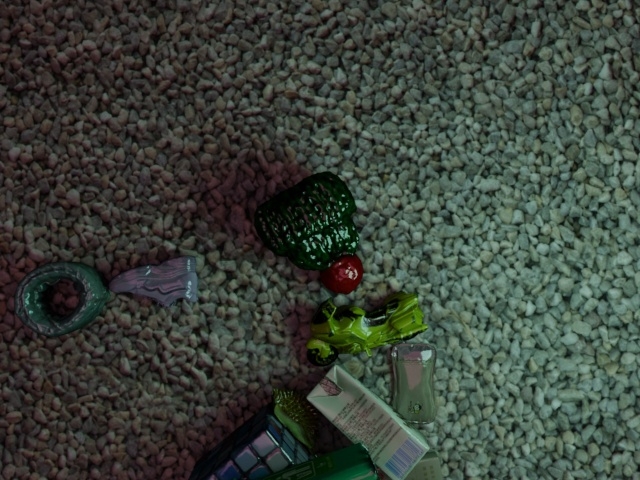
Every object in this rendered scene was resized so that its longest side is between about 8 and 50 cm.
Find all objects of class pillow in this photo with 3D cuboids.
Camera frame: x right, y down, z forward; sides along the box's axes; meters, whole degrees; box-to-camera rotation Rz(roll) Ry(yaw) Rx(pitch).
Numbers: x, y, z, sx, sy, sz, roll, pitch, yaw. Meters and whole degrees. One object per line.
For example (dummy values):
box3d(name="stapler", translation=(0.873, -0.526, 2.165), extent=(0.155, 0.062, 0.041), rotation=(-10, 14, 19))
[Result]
box3d(name="pillow", translation=(0.263, 0.402, 1.744), extent=(0.131, 0.038, 0.232), rotation=(1, 91, 3))

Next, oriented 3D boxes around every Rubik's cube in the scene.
box3d(name="Rubik's cube", translation=(-0.154, 0.644, 1.611), extent=(0.287, 0.292, 0.293), rotation=(-40, 88, -1))

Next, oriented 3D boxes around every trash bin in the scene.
box3d(name="trash bin", translation=(-0.024, 0.633, 1.348), extent=(0.381, 0.259, 0.295), rotation=(-23, 89, -5))

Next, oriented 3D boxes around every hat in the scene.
box3d(name="hat", translation=(0.000, 0.000, 1.653), extent=(0.274, 0.242, 0.332), rotation=(-30, 92, -4))

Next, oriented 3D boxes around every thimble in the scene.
box3d(name="thimble", translation=(-0.696, 0.156, 1.693), extent=(0.235, 0.143, 0.198), rotation=(-9, 90, 0))

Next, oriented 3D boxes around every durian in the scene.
box3d(name="durian", translation=(-0.050, 0.469, 1.671), extent=(0.095, 0.137, 0.220), rotation=(-24, 116, 5))

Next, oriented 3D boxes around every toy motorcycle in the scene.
box3d(name="toy motorcycle", translation=(0.112, 0.228, 1.698), extent=(0.342, 0.142, 0.206), rotation=(-16, 131, 0))

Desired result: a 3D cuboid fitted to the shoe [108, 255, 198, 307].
box3d(name="shoe", translation=(-0.456, 0.129, 1.719), extent=(0.245, 0.095, 0.137), rotation=(-13, 86, -7))

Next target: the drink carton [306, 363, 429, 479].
box3d(name="drink carton", translation=(0.130, 0.476, 1.638), extent=(0.324, 0.194, 0.132), rotation=(40, 85, 11))

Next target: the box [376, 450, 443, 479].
box3d(name="box", translation=(0.241, 0.679, 1.728), extent=(0.201, 0.058, 0.141), rotation=(-11, 89, -1))
